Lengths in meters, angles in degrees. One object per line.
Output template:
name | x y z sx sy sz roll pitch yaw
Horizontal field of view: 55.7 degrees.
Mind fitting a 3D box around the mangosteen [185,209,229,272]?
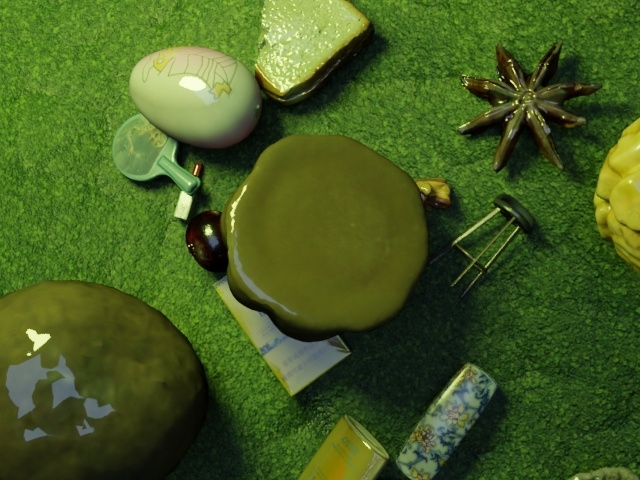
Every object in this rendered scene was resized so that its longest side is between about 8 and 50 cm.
mangosteen | -0.197 -0.003 1.209 0.140 0.140 0.140 0 86 6

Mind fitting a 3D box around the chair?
chair | 0.317 0.007 1.158 0.104 0.095 0.221 44 91 -2

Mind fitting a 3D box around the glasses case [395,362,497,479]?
glasses case | 0.239 0.348 1.157 0.087 0.065 0.248 37 91 6

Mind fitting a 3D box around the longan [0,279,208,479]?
longan | -0.437 0.284 1.092 0.435 0.404 0.404 30 89 -19

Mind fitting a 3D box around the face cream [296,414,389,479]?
face cream | 0.007 0.486 1.152 0.285 0.067 0.139 -55 40 0

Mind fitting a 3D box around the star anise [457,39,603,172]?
star anise | 0.401 -0.261 1.170 0.288 0.088 0.289 -3 82 21

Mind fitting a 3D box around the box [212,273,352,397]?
box | -0.077 0.156 1.217 0.153 0.041 0.279 -37 83 3

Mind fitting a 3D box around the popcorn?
popcorn | 0.666 -0.069 1.020 0.344 0.354 0.390 -51 126 -20

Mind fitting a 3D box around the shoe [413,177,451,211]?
shoe | 0.203 -0.087 1.187 0.108 0.072 0.069 -4 54 -16

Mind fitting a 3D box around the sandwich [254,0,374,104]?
sandwich | -0.066 -0.439 1.229 0.254 0.099 0.288 -40 84 2

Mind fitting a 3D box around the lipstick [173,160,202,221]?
lipstick | -0.270 -0.106 1.262 0.030 0.030 0.129 14 82 7

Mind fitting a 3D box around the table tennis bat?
table tennis bat | -0.338 -0.172 1.257 0.237 0.038 0.149 40 87 18

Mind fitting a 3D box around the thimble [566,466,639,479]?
thimble | 0.473 0.521 1.045 0.245 0.217 0.157 -33 82 10

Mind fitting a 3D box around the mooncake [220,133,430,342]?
mooncake | 0.000 0.000 1.109 0.378 0.201 0.379 4 76 -15

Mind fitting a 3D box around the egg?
egg | -0.245 -0.288 1.191 0.271 0.196 0.196 31 90 10
